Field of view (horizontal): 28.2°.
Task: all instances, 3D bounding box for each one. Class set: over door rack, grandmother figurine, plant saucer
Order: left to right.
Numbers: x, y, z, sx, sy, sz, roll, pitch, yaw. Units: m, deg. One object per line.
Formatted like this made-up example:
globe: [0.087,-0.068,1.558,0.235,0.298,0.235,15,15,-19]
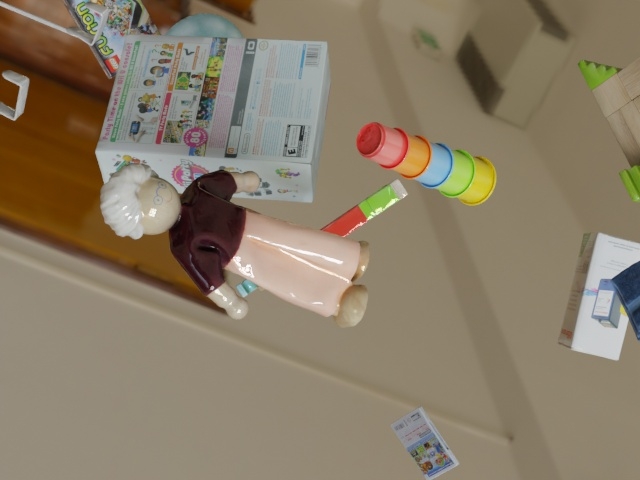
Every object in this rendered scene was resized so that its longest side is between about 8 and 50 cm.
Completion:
over door rack: [-0.474,-0.247,1.660,0.239,0.324,0.108,-61,161,-51]
plant saucer: [-0.218,-0.334,2.430,0.037,0.195,0.195,35,-77,56]
grandmother figurine: [-0.105,-0.008,1.549,0.104,0.342,0.208,-52,-153,38]

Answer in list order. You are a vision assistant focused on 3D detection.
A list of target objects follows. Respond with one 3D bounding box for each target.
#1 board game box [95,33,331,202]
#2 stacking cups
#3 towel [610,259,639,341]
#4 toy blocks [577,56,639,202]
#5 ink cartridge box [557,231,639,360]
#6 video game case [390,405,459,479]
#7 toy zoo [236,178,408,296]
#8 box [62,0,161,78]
board game box: [-0.148,-0.180,1.834,0.097,0.303,0.224,86,11,-56]
stacking cups: [0.190,-0.137,2.256,0.096,0.316,0.096,-10,-106,38]
towel: [0.490,0.090,1.937,0.067,0.029,0.119,-39,-134,28]
toy blocks: [0.562,-0.156,1.776,0.261,0.190,0.381,-37,-113,35]
ink cartridge box: [0.500,0.098,2.281,0.154,0.093,0.212,26,79,-88]
video game case: [0.186,0.364,2.280,0.011,0.122,0.087,-27,171,-45]
toy zoo: [0.000,0.000,1.937,0.293,0.030,0.192,-34,-179,1]
box: [-0.361,-0.390,2.155,0.114,0.207,0.036,-33,-167,-13]
